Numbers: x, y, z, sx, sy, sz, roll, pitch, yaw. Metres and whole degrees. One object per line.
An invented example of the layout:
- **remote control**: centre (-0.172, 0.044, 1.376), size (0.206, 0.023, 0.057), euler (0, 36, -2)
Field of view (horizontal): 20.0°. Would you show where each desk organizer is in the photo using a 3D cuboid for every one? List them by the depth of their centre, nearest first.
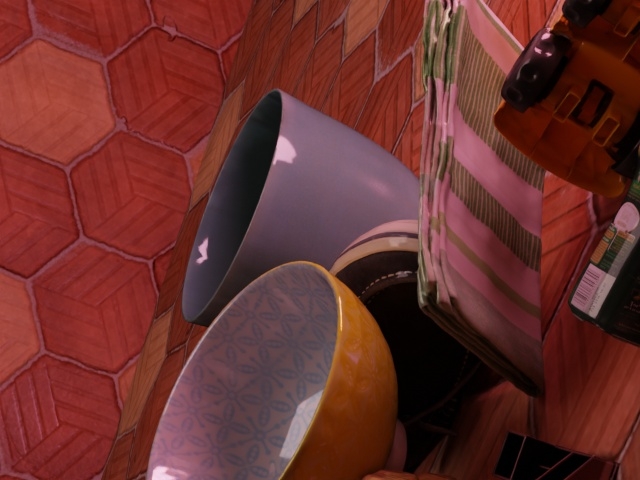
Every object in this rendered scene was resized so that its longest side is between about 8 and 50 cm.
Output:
- **desk organizer**: centre (0.194, 0.192, 1.512), size (0.130, 0.050, 0.047), euler (179, 111, -75)

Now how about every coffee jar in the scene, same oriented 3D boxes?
- **coffee jar**: centre (0.273, -0.009, 1.417), size (0.184, 0.096, 0.079), euler (-66, 20, 8)

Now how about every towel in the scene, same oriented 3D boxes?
- **towel**: centre (0.154, -0.051, 1.625), size (0.038, 0.248, 0.325), euler (-10, 63, 27)

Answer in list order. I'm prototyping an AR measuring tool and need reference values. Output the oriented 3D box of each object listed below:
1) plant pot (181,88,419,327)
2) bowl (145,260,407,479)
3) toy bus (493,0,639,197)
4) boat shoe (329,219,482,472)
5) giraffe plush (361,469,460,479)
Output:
- **plant pot**: centre (0.000, 0.000, 2.134), size (0.293, 0.235, 0.293), euler (-158, 90, -77)
- **bowl**: centre (-0.015, 0.180, 1.647), size (0.289, 0.156, 0.289), euler (-42, 30, 33)
- **toy bus**: centre (0.276, -0.182, 1.616), size (0.220, 0.149, 0.211), euler (-57, 2, 34)
- **boat shoe**: centre (0.059, 0.148, 1.827), size (0.500, 0.187, 0.156), euler (120, 164, -53)
- **giraffe plush**: centre (0.118, 0.293, 1.498), size (0.210, 0.181, 0.170), euler (10, 89, 41)
